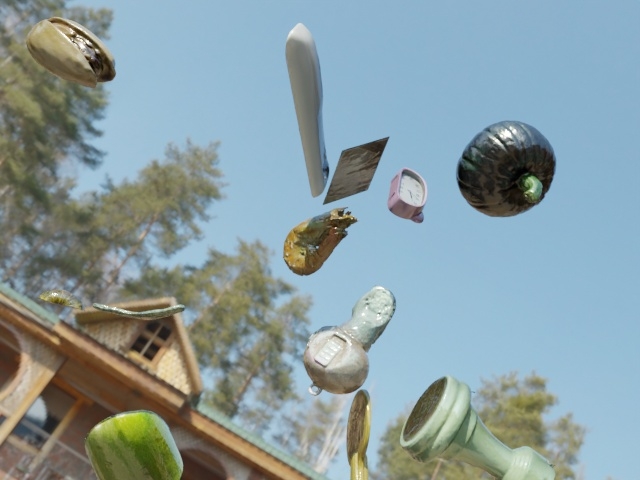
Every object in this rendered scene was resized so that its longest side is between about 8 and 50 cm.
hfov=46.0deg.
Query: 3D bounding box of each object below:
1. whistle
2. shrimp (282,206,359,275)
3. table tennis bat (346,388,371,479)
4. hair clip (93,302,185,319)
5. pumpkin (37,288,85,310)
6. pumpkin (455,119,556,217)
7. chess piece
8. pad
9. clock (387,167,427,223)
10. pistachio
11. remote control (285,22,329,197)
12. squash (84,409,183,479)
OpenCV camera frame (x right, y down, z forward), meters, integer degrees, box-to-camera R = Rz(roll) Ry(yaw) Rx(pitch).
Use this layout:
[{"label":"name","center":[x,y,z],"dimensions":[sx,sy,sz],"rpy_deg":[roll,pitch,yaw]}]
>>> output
[{"label":"whistle","center":[0.084,0.275,1.998],"dimensions":[0.189,0.348,0.189],"rpy_deg":[35,-19,14]},{"label":"shrimp","center":[0.001,0.001,1.522],"dimensions":[0.217,0.115,0.051],"rpy_deg":[-28,-21,38]},{"label":"table tennis bat","center":[0.104,0.544,1.980],"dimensions":[0.050,0.321,0.198],"rpy_deg":[10,-40,-9]},{"label":"hair clip","center":[-0.447,0.174,1.854],"dimensions":[0.229,0.036,0.066],"rpy_deg":[0,-19,4]},{"label":"pumpkin","center":[-0.447,0.101,1.312],"dimensions":[0.083,0.028,0.050],"rpy_deg":[20,-12,-10]},{"label":"pumpkin","center":[0.469,-0.156,1.832],"dimensions":[0.248,0.248,0.248],"rpy_deg":[23,-32,15]},{"label":"chess piece","center":[0.336,0.437,1.580],"dimensions":[0.299,0.194,0.194],"rpy_deg":[35,-31,-2]},{"label":"pad","center":[0.099,-0.194,2.127],"dimensions":[0.004,0.163,0.243],"rpy_deg":[58,-28,24]},{"label":"clock","center":[0.238,-0.119,1.984],"dimensions":[0.110,0.153,0.050],"rpy_deg":[25,-47,-11]},{"label":"pistachio","center":[-0.524,-0.389,1.582],"dimensions":[0.206,0.129,0.131],"rpy_deg":[35,-35,16]},{"label":"remote control","center":[-0.014,-0.244,1.416],"dimensions":[0.055,0.109,0.313],"rpy_deg":[-6,-66,10]},{"label":"squash","center":[-0.539,0.574,2.111],"dimensions":[0.210,0.233,0.309],"rpy_deg":[-127,-161,-63]}]
